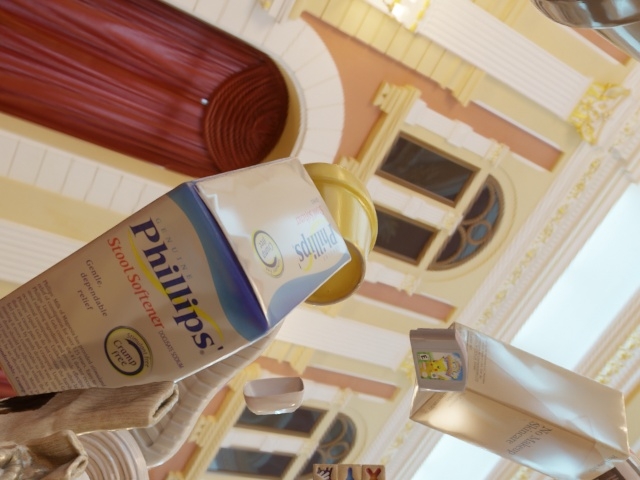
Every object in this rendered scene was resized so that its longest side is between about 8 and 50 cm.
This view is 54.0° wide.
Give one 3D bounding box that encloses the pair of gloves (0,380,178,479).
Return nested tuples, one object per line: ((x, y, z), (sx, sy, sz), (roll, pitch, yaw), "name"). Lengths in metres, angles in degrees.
((-0.232, 0.146, 0.436), (0.240, 0.204, 0.042), (-28, 105, -77), "pair of gloves")

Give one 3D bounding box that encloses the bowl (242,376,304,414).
((-0.107, 0.361, 1.453), (0.142, 0.142, 0.053), (-155, -117, -84), "bowl")

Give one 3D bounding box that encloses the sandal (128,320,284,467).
((-0.215, 0.209, 1.133), (0.416, 0.169, 0.102), (-49, 170, -9), "sandal")

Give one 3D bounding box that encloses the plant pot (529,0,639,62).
((0.346, -0.270, 0.588), (0.263, 0.229, 0.263), (-33, -139, 35), "plant pot")

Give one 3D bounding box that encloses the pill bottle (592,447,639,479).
((0.611, 0.551, 1.199), (0.176, 0.176, 0.318), (-61, -156, 18), "pill bottle")

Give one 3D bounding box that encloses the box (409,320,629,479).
((0.319, 0.269, 1.023), (0.148, 0.311, 0.121), (115, -3, -45), "box")

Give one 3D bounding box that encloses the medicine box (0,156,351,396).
((-0.148, 0.048, 0.677), (0.289, 0.149, 0.263), (-29, -178, 21), "medicine box")

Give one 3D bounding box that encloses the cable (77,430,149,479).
((-0.399, 0.395, 0.978), (0.089, 0.257, 0.257), (111, -40, -77), "cable")

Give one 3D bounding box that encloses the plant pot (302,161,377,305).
((0.000, 0.000, 1.280), (0.254, 0.254, 0.239), (-57, -161, 23), "plant pot")

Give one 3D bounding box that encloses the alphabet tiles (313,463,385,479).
((0.065, 0.672, 1.381), (0.011, 0.285, 0.342), (123, -30, -66), "alphabet tiles")

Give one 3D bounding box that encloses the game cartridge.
((0.125, 0.126, 0.655), (0.056, 0.083, 0.017), (-4, -147, 17), "game cartridge")
